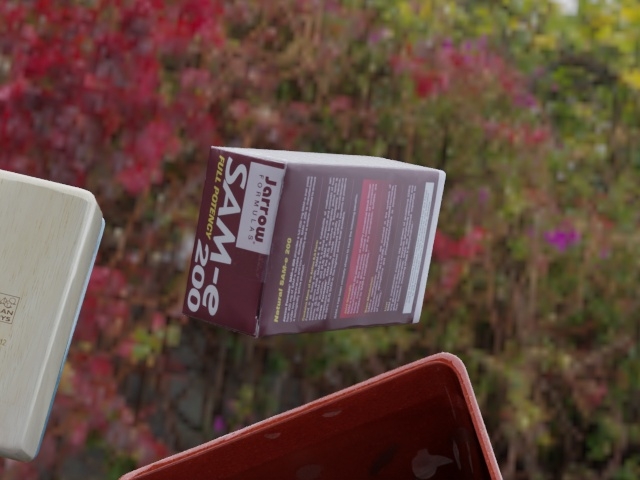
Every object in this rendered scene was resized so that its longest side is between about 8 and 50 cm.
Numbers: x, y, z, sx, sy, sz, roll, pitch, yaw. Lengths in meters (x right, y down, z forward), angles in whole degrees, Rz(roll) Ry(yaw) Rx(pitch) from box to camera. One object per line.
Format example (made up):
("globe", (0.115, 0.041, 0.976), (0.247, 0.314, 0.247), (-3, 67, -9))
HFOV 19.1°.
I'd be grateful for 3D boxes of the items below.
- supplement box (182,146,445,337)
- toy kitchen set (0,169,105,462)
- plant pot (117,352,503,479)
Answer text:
("supplement box", (0.000, 0.000, 1.450), (0.073, 0.130, 0.239), (14, 7, 31))
("toy kitchen set", (-0.212, 0.031, 0.916), (0.207, 0.122, 0.166), (14, -14, 5))
("plant pot", (0.038, 0.281, 1.351), (0.267, 0.267, 0.236), (-21, -31, 7))
